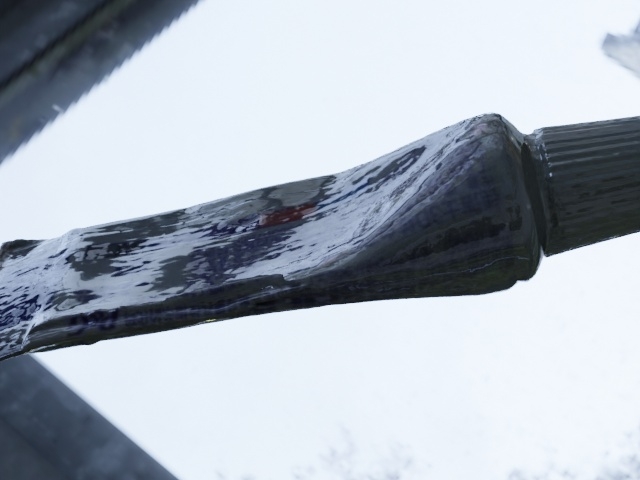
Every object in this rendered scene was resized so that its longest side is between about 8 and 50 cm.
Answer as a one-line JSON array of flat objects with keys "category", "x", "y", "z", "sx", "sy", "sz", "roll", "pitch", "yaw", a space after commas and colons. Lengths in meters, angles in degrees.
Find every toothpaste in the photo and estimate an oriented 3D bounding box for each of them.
[{"category": "toothpaste", "x": 0.000, "y": 0.000, "z": 0.584, "sx": 0.099, "sy": 0.283, "sz": 0.068, "roll": 39, "pitch": -141, "yaw": -80}]
